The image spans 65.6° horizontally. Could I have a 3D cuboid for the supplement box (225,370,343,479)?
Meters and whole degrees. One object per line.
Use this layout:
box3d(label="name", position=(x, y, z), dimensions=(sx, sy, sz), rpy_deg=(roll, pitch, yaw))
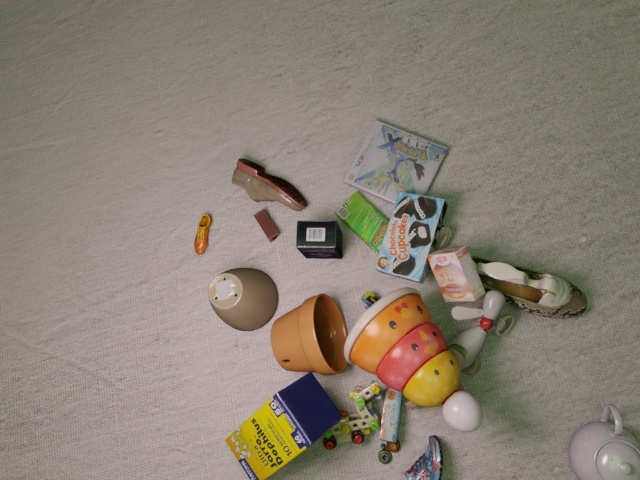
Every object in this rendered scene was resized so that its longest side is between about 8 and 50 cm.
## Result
box3d(label="supplement box", position=(-0.129, 0.647, 1.705), dimensions=(0.194, 0.195, 0.356), rpy_deg=(52, 124, 16))

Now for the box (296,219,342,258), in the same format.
box3d(label="box", position=(0.000, 0.000, 1.911), dimensions=(0.153, 0.207, 0.108), rpy_deg=(0, 77, 8))

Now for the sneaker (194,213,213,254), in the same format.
box3d(label="sneaker", position=(-0.497, -0.027, 2.072), dimensions=(0.064, 0.067, 0.175), rpy_deg=(6, 80, 9))

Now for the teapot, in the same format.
box3d(label="teapot", position=(0.945, 0.708, 1.602), dimensions=(0.252, 0.187, 0.256), rpy_deg=(-43, 73, -3))

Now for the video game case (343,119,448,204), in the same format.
box3d(label="video game case", position=(0.304, -0.304, 2.021), dimensions=(0.329, 0.036, 0.299), rpy_deg=(25, 82, 14))

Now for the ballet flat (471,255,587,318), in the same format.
box3d(label="ballet flat", position=(0.716, 0.158, 1.766), dimensions=(0.483, 0.182, 0.164), rpy_deg=(15, 68, 12))

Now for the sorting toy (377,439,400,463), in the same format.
box3d(label="sorting toy", position=(0.241, 0.754, 1.780), dimensions=(0.061, 0.042, 0.102), rpy_deg=(35, 85, 15))

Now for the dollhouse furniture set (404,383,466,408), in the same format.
box3d(label="dollhouse furniture set", position=(0.415, 0.573, 1.742), dimensions=(0.151, 0.144, 0.123), rpy_deg=(-22, 71, -34))

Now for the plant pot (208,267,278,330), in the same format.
box3d(label="plant pot", position=(-0.317, 0.208, 1.880), dimensions=(0.257, 0.274, 0.256), rpy_deg=(-2, 77, 10))

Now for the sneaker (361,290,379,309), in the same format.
box3d(label="sneaker", position=(0.211, 0.257, 1.900), dimensions=(0.144, 0.059, 0.053), rpy_deg=(50, 57, 1))

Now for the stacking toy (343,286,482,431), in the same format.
box3d(label="stacking toy", position=(0.344, 0.419, 1.636), dimensions=(0.350, 0.350, 0.480), rpy_deg=(-45, 60, -3))

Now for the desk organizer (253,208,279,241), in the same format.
box3d(label="desk organizer", position=(-0.219, -0.061, 2.045), dimensions=(0.050, 0.047, 0.130), rpy_deg=(-33, 74, -2))

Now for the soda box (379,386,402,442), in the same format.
box3d(label="soda box", position=(0.254, 0.625, 1.784), dimensions=(0.063, 0.058, 0.183), rpy_deg=(8, 67, 12))

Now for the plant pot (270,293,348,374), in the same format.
box3d(label="plant pot", position=(-0.046, 0.360, 1.814), dimensions=(0.204, 0.291, 0.290), rpy_deg=(-19, 74, 22))

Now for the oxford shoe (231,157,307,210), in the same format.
box3d(label="oxford shoe", position=(-0.214, -0.204, 2.061), dimensions=(0.348, 0.123, 0.130), rpy_deg=(34, 111, 14))

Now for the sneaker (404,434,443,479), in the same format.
box3d(label="sneaker", position=(0.355, 0.806, 1.719), dimensions=(0.125, 0.104, 0.261), rpy_deg=(7, 78, 13))

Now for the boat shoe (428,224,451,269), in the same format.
box3d(label="boat shoe", position=(0.410, 0.041, 1.914), dimensions=(0.233, 0.084, 0.079), rpy_deg=(-56, 37, 1))

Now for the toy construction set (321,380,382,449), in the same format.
box3d(label="toy construction set", position=(0.074, 0.618, 1.784), dimensions=(0.328, 0.151, 0.214), rpy_deg=(-9, 100, 15))

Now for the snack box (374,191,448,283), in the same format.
box3d(label="snack box", position=(0.342, -0.015, 1.875), dimensions=(0.187, 0.060, 0.321), rpy_deg=(14, 81, 31))

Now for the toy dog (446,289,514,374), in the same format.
box3d(label="toy dog", position=(0.522, 0.325, 1.778), dimensions=(0.333, 0.220, 0.161), rpy_deg=(-48, 43, -11))

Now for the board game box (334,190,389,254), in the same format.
box3d(label="board game box", position=(0.189, -0.067, 1.985), dimensions=(0.124, 0.039, 0.259), rpy_deg=(-44, 72, -2))

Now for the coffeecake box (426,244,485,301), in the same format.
box3d(label="coffeecake box", position=(0.478, 0.119, 1.758), dimensions=(0.068, 0.142, 0.185), rpy_deg=(-27, 97, -31))
